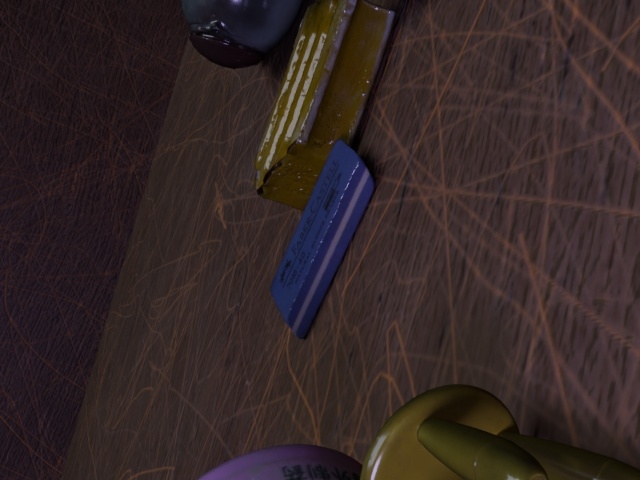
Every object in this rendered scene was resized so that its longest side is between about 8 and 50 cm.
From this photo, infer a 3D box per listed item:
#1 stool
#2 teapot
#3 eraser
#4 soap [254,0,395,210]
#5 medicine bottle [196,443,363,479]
[{"bbox_3d":[0.091,0.145,0.344,0.110,0.134,0.135,21,138,63],"label":"stool"},{"bbox_3d":[-0.126,-0.459,1.175,0.315,0.233,0.312,-33,-41,-79],"label":"teapot"},{"bbox_3d":[0.000,0.000,0.750,0.225,0.036,0.082,-65,26,17],"label":"eraser"},{"bbox_3d":[-0.006,-0.166,0.824,0.160,0.080,0.257,30,102,68],"label":"soap"},{"bbox_3d":[0.004,0.272,0.363,0.178,0.178,0.290,-66,25,15],"label":"medicine bottle"}]
